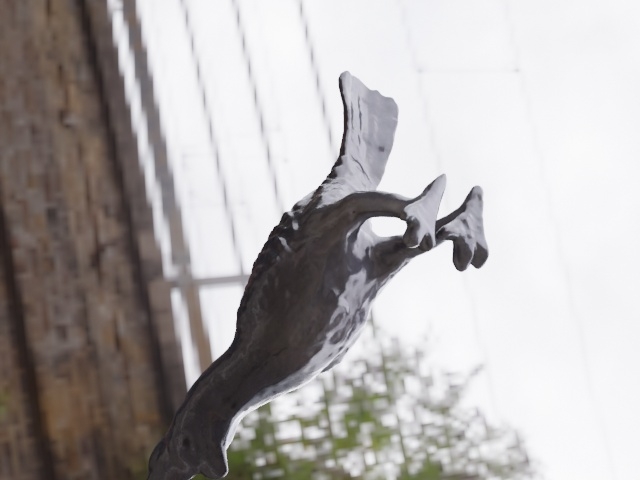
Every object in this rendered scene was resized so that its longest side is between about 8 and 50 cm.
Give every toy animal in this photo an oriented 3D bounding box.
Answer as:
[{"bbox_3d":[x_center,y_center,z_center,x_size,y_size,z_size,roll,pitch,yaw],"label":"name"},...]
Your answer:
[{"bbox_3d":[0.015,0.006,1.136,0.206,0.081,0.367,-18,-143,49],"label":"toy animal"}]
